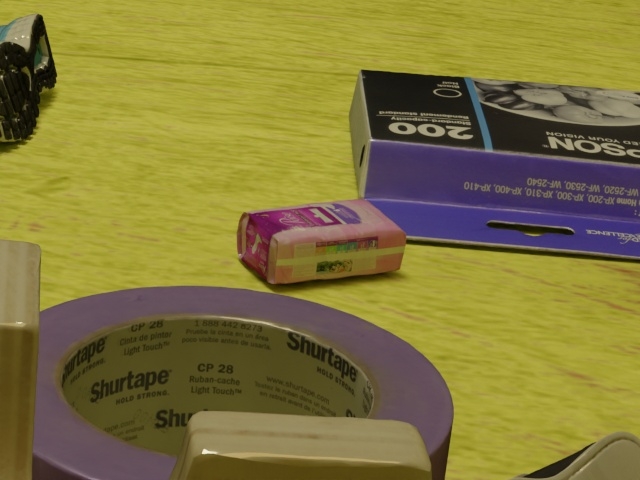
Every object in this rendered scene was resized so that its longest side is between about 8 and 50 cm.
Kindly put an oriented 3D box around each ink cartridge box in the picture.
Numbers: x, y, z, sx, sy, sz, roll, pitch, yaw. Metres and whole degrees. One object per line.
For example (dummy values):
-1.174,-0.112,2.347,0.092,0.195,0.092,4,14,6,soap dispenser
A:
0.125,-0.051,1.211,0.206,0.045,0.208,5,24,-4,ink cartridge box

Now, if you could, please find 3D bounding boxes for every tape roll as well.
-0.044,0.091,0.779,0.189,0.080,0.189,6,22,-2,tape roll

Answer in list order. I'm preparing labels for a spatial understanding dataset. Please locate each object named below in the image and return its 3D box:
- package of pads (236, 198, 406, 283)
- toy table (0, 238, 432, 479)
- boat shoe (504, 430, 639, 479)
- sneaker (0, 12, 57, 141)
0.000,0.000,1.072,0.083,0.032,0.050,-6,23,-27,package of pads
-0.106,0.122,0.580,0.274,0.161,0.252,-2,26,-19,toy table
0.092,0.116,0.808,0.125,0.038,0.046,-27,80,-44,boat shoe
-0.220,-0.098,1.242,0.073,0.063,0.162,-10,17,8,sneaker
